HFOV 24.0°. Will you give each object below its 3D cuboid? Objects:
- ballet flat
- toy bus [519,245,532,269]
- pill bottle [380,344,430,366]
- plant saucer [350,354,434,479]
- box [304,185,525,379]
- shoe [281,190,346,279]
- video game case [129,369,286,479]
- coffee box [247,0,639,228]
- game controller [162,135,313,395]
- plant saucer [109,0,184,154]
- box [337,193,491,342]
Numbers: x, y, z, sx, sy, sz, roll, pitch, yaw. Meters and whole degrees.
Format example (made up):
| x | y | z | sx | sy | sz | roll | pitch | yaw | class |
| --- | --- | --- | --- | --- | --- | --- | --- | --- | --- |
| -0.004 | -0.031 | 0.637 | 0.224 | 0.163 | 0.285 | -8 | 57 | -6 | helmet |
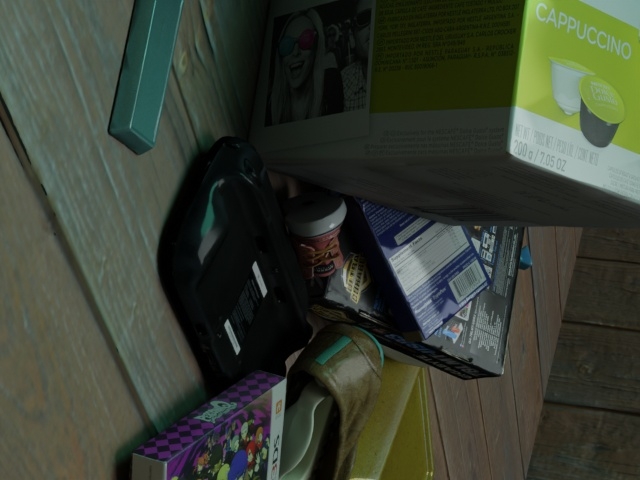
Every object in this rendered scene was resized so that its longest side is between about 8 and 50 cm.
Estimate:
| x | y | z | sx | sy | sz | roll | pitch | yaw | class |
| --- | --- | --- | --- | --- | --- | --- | --- | --- | --- |
| -0.022 | 0.247 | 1.578 | 0.124 | 0.116 | 0.342 | -25 | 139 | -52 | ballet flat |
| 0.202 | -0.022 | 2.215 | 0.104 | 0.202 | 0.191 | 133 | -36 | -67 | toy bus |
| 0.154 | 0.019 | 1.997 | 0.162 | 0.162 | 0.278 | 80 | 24 | -43 | pill bottle |
| 0.081 | 0.311 | 2.008 | 0.333 | 0.081 | 0.333 | -65 | 154 | -46 | plant saucer |
| 0.119 | -0.016 | 1.787 | 0.293 | 0.073 | 0.295 | 24 | 68 | -34 | box |
| 0.000 | 0.000 | 1.559 | 0.178 | 0.063 | 0.081 | -135 | -152 | -79 | shoe |
| -0.106 | 0.255 | 1.401 | 0.232 | 0.042 | 0.210 | -28 | 126 | -61 | video game case |
| 0.180 | -0.205 | 1.517 | 0.337 | 0.338 | 0.334 | 15 | 80 | -44 | coffee box |
| -0.079 | 0.046 | 1.466 | 0.166 | 0.067 | 0.319 | -57 | 151 | -26 | game controller |
| -0.137 | -0.170 | 1.247 | 0.067 | 0.018 | 0.192 | 41 | 57 | -69 | plant saucer |
| 0.101 | -0.015 | 1.702 | 0.136 | 0.036 | 0.225 | -36 | 107 | -38 | box |
